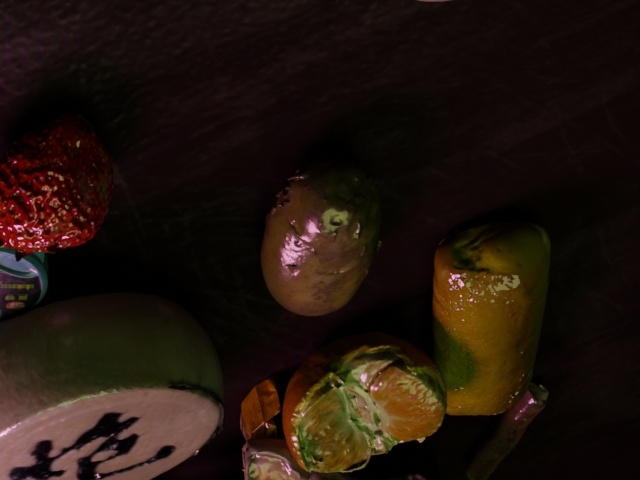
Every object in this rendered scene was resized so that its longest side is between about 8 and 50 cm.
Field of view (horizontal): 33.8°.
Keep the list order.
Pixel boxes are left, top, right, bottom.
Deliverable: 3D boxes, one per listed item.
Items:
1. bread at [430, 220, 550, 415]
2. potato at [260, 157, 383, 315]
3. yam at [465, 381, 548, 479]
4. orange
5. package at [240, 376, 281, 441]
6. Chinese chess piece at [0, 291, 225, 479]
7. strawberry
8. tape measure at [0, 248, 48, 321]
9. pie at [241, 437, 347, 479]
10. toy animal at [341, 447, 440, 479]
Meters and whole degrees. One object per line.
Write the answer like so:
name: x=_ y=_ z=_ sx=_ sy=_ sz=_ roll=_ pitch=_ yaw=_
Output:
bread: x=0.243 y=0.130 z=1.511 sx=0.166 sy=0.112 sz=0.383 roll=-13 pitch=138 yaw=-9
potato: x=0.000 y=0.000 z=1.287 sx=0.149 sy=0.113 sz=0.251 roll=-14 pitch=146 yaw=-18
yam: x=0.315 y=0.329 z=1.787 sx=0.057 sy=0.057 sz=0.241 roll=6 pitch=130 yaw=-26
orange: x=0.053 y=0.220 z=1.493 sx=0.237 sy=0.158 sz=0.179 roll=-28 pitch=128 yaw=1
package: x=-0.089 y=0.266 z=1.552 sx=0.047 sy=0.071 sz=0.131 roll=-5 pitch=137 yaw=-12
Chinese chess piece: x=-0.291 y=0.209 z=1.309 sx=0.349 sy=0.146 sz=0.349 roll=-19 pitch=151 yaw=-11
strawberry: x=-0.280 y=-0.053 z=1.112 sx=0.148 sy=0.131 sz=0.131 roll=-37 pitch=136 yaw=28
tape measure: x=-0.372 y=0.032 z=1.193 sx=0.125 sy=0.081 sz=0.146 roll=6 pitch=132 yaw=-23
pie: x=-0.088 y=0.450 z=1.555 sx=0.337 sy=0.075 sz=0.337 roll=-1 pitch=107 yaw=-3
toy animal: x=0.058 y=0.474 z=1.709 sx=0.310 sy=0.251 sz=0.251 roll=-10 pitch=137 yaw=2
